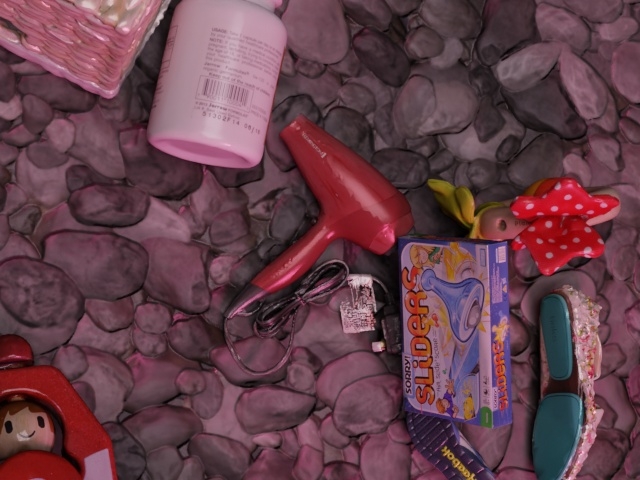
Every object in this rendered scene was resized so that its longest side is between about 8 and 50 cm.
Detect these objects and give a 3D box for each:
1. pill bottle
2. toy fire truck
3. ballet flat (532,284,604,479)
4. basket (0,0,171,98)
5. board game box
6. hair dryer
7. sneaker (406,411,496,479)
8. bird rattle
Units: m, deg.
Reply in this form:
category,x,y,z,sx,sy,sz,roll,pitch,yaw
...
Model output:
category,x,y,z,sx,sy,sz,roll,pitch,yaw
pill bottle,-0.107,-0.205,1.672,0.131,0.131,0.229,14,81,-13
toy fire truck,-0.367,0.220,1.557,0.302,0.169,0.254,-6,68,-17
ballet flat,0.300,0.174,1.774,0.077,0.091,0.241,6,86,-37
basket,-0.270,-0.383,1.580,0.328,0.266,0.331,29,76,-10
board game box,0.148,0.097,1.665,0.035,0.136,0.201,-9,99,-42
hair dryer,0.000,0.000,1.708,0.223,0.080,0.294,-3,85,-15
sneaker,0.151,0.246,1.742,0.053,0.059,0.144,-38,76,6
bird rattle,0.247,-0.035,1.705,0.207,0.253,0.143,-18,90,-40
